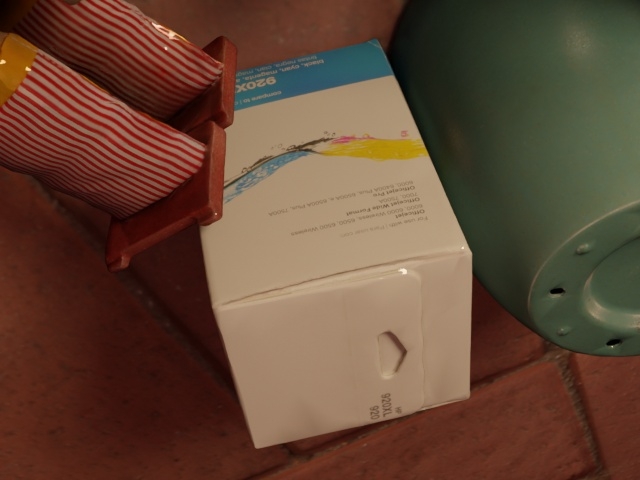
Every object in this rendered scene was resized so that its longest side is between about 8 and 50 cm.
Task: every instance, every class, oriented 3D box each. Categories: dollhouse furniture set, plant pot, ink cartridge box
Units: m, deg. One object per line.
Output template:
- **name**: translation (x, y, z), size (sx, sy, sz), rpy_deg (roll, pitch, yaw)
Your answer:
- **dollhouse furniture set**: translation (-0.078, -0.141, 0.523), size (0.201, 0.152, 0.374), rpy_deg (28, 140, -36)
- **plant pot**: translation (0.210, -0.061, 0.678), size (0.293, 0.235, 0.293), rpy_deg (-4, 140, -3)
- **ink cartridge box**: translation (0.000, 0.000, 0.705), size (0.168, 0.233, 0.171), rpy_deg (-13, 136, -3)
